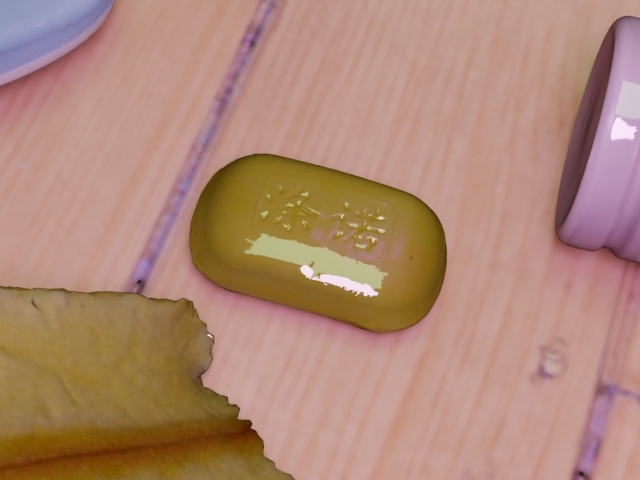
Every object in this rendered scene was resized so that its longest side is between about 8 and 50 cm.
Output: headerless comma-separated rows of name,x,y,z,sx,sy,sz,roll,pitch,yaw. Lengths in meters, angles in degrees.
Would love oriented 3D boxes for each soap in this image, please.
soap,0.000,-0.001,0.877,0.140,0.045,0.089,15,61,3

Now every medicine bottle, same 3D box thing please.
medicine bottle,0.263,-0.030,0.879,0.250,0.133,0.133,16,57,1

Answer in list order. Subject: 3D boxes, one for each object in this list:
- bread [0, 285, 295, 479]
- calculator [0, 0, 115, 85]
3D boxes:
bread,-0.161,0.113,0.670,0.362,0.245,0.233,-19,70,-19
calculator,-0.262,-0.136,0.914,0.303,0.042,0.188,-15,50,-22
